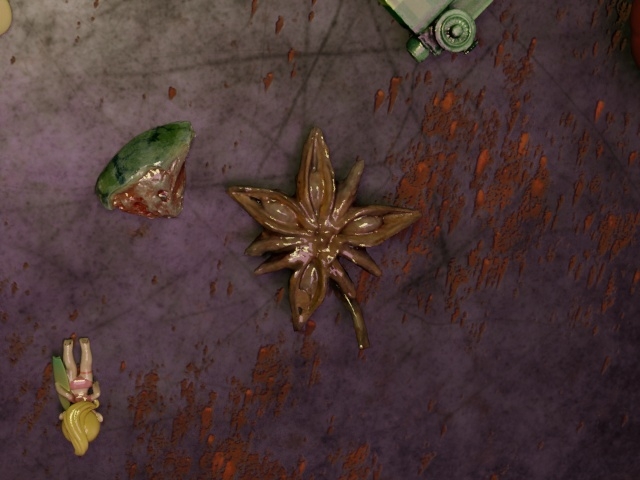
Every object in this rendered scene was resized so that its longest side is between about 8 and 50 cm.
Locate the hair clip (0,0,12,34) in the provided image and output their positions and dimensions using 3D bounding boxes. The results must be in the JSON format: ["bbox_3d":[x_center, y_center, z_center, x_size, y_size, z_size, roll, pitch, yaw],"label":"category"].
[{"bbox_3d":[-0.536,-0.373,1.728,0.218,0.071,0.159,31,95,-26],"label":"hair clip"}]

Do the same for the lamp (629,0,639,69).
[{"bbox_3d":[0.649,-0.354,1.961,0.303,0.257,0.303,-6,110,-16],"label":"lamp"}]

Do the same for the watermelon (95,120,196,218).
[{"bbox_3d":[-0.252,-0.094,1.894,0.187,0.071,0.139,-37,117,-2],"label":"watermelon"}]

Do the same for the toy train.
[{"bbox_3d":[0.215,-0.427,1.891,0.301,0.120,0.202,-46,110,2],"label":"toy train"}]

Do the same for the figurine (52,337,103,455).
[{"bbox_3d":[-0.395,0.254,1.964,0.083,0.083,0.187,-1,98,-15],"label":"figurine"}]

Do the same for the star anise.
[{"bbox_3d":[0.001,-0.001,1.974,0.349,0.109,0.292,36,102,-12],"label":"star anise"}]
